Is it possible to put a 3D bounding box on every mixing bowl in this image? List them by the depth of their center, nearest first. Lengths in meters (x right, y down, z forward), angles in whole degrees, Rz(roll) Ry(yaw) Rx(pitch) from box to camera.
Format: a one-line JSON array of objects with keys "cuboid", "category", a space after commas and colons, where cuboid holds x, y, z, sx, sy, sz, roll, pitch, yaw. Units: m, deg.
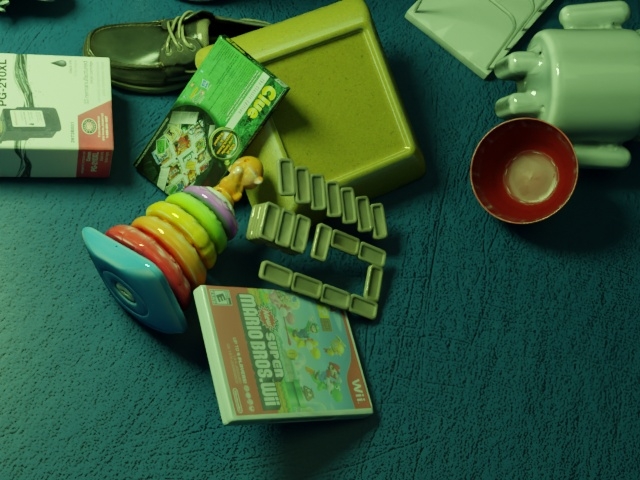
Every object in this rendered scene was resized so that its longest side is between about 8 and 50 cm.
[{"cuboid": [0.356, -0.115, 1.861, 0.181, 0.098, 0.182, -1, 86, 19], "category": "mixing bowl"}]

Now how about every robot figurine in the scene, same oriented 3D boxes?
[{"cuboid": [0.491, -0.275, 1.920, 0.353, 0.200, 0.300, 0, 95, -7], "category": "robot figurine"}]

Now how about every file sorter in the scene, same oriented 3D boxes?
[{"cuboid": [0.332, -0.482, 2.004, 0.193, 0.173, 0.278, 39, 61, 4], "category": "file sorter"}]

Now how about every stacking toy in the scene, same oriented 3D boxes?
[{"cuboid": [-0.191, -0.023, 1.621, 0.175, 0.166, 0.302, 25, 60, 32], "category": "stacking toy"}]

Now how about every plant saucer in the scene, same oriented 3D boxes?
[{"cuboid": [0.007, -0.209, 1.768, 0.332, 0.081, 0.333, -24, 96, -24], "category": "plant saucer"}]

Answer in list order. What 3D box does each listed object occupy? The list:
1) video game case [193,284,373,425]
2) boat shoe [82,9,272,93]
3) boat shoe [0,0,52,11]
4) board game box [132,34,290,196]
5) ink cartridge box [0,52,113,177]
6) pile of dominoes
[{"cuboid": [-0.050, 0.168, 1.601, 0.285, 0.025, 0.204, 6, 60, -44], "category": "video game case"}, {"cuboid": [-0.214, -0.330, 1.800, 0.355, 0.130, 0.132, -2, 66, -18], "category": "boat shoe"}, {"cuboid": [-0.583, -0.428, 1.768, 0.320, 0.103, 0.118, 5, 25, -17], "category": "boat shoe"}, {"cuboid": [-0.173, -0.177, 1.697, 0.136, 0.260, 0.030, 41, 20, 7], "category": "board game box"}, {"cuboid": [-0.449, -0.194, 1.688, 0.237, 0.100, 0.172, 0, 65, -16], "category": "ink cartridge box"}, {"cuboid": [0.000, 0.000, 1.706, 0.251, 0.040, 0.196, 23, 71, -34], "category": "pile of dominoes"}]
